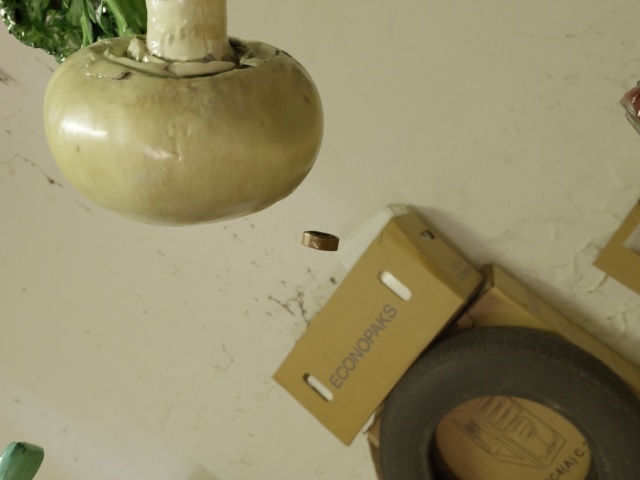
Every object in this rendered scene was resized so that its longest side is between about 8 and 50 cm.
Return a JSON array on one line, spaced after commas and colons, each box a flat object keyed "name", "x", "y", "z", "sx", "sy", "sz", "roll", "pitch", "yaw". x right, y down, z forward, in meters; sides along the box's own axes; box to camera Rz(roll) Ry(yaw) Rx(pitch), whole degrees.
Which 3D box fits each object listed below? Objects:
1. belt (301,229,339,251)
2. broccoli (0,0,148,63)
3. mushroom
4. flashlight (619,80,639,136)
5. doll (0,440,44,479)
[{"name": "belt", "x": 0.000, "y": 0.000, "z": 1.096, "sx": 0.059, "sy": 0.083, "sz": 0.036, "roll": -63, "pitch": -17, "yaw": -78}, {"name": "broccoli", "x": -0.251, "y": -0.301, "z": 0.556, "sx": 0.262, "sy": 0.269, "sz": 0.241, "roll": -14, "pitch": -3, "yaw": -5}, {"name": "mushroom", "x": -0.118, "y": -0.123, "z": 0.440, "sx": 0.246, "sy": 0.246, "sz": 0.202, "roll": -48, "pitch": -27, "yaw": -46}, {"name": "flashlight", "x": 0.452, "y": -0.185, "z": 0.517, "sx": 0.232, "sy": 0.093, "sz": 0.093, "roll": -33, "pitch": 5, "yaw": 28}, {"name": "doll", "x": -0.427, "y": 0.349, "z": 0.643, "sx": 0.059, "sy": 0.160, "sz": 0.158, "roll": 62, "pitch": -156, "yaw": -52}]
